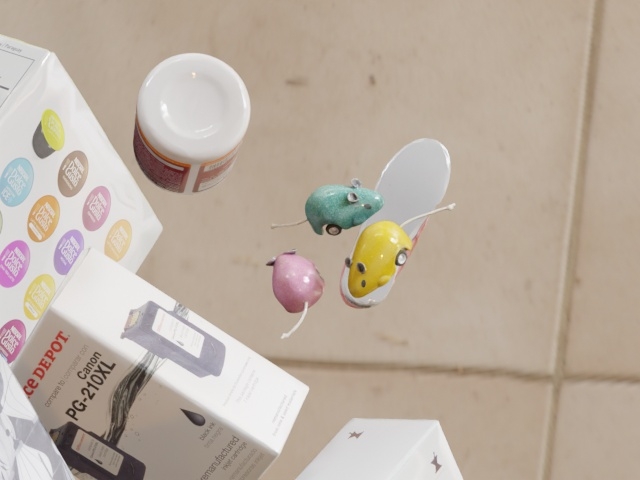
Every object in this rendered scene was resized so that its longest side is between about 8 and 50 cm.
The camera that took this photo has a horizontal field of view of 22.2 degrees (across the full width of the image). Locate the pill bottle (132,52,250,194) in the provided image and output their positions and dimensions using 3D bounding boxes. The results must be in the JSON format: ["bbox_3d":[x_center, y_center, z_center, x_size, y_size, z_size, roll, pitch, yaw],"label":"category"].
[{"bbox_3d":[-0.104,-0.084,1.276,0.086,0.152,0.086,2,77,-9],"label":"pill bottle"}]

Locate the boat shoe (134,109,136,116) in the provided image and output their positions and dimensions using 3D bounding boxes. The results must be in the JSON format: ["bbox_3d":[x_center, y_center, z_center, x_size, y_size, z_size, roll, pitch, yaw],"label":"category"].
[{"bbox_3d":[-0.164,-0.159,1.863,0.100,0.035,0.035,-25,98,-27],"label":"boat shoe"}]

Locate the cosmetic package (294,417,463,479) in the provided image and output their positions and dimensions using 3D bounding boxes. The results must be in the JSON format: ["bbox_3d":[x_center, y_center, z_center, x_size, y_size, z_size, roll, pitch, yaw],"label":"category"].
[{"bbox_3d":[0.004,0.346,1.130,0.097,0.377,0.284,-7,117,43],"label":"cosmetic package"}]

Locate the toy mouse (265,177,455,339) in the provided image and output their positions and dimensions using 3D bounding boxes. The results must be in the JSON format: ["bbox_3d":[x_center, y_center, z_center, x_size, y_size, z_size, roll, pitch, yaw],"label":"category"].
[{"bbox_3d":[0.000,0.000,1.246,0.161,0.143,0.031,-48,132,-12],"label":"toy mouse"}]

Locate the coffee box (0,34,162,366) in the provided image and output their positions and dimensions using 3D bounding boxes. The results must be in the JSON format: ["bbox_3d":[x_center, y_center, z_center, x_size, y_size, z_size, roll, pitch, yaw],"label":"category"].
[{"bbox_3d":[-0.433,-0.021,1.741,0.338,0.334,0.338,19,155,27],"label":"coffee box"}]

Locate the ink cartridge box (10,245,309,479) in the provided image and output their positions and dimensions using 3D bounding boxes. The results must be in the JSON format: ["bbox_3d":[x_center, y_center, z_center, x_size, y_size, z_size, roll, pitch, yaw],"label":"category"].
[{"bbox_3d":[-0.159,0.143,1.458,0.237,0.100,0.172,34,128,-5],"label":"ink cartridge box"}]

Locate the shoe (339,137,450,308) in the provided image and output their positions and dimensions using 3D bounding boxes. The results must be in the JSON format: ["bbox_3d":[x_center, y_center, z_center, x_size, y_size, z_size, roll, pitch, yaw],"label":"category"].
[{"bbox_3d":[0.068,-0.015,1.585,0.063,0.081,0.178,26,82,-2],"label":"shoe"}]

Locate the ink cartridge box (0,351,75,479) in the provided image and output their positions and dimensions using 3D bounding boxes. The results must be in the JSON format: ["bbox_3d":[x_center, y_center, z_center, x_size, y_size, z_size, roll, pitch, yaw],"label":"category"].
[{"bbox_3d":[-0.224,0.244,1.203,0.065,0.165,0.333,-11,121,22],"label":"ink cartridge box"}]
